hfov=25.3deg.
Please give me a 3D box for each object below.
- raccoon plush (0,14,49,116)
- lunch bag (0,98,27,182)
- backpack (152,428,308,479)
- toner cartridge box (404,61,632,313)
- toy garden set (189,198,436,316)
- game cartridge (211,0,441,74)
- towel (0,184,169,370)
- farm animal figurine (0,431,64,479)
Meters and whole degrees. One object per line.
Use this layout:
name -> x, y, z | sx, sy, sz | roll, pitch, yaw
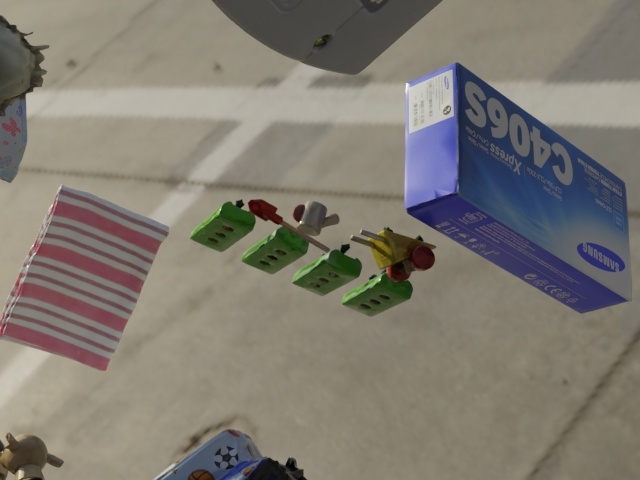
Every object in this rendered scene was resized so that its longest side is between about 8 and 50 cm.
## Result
raccoon plush -> -0.353, -0.214, 0.923 | 0.216, 0.299, 0.446 | -27, 65, 46
lunch bag -> -0.259, -0.085, 1.057 | 0.053, 0.071, 0.083 | -44, 41, 28
backpack -> -0.103, 0.344, 1.588 | 0.277, 0.263, 0.213 | -33, 66, 3
toner cartridge box -> 0.232, -0.051, 1.627 | 0.075, 0.348, 0.165 | -18, 58, 38
toy garden set -> 0.000, 0.000, 1.613 | 0.204, 0.244, 0.049 | -32, 37, 62
game cartridge -> 0.011, -0.197, 0.754 | 0.196, 0.294, 0.060 | -44, 65, 4
towel -> -0.275, 0.047, 1.664 | 0.197, 0.144, 0.029 | -65, 26, 9
farm animal figurine -> -0.401, 0.254, 1.535 | 0.327, 0.330, 0.172 | 134, 150, -85
